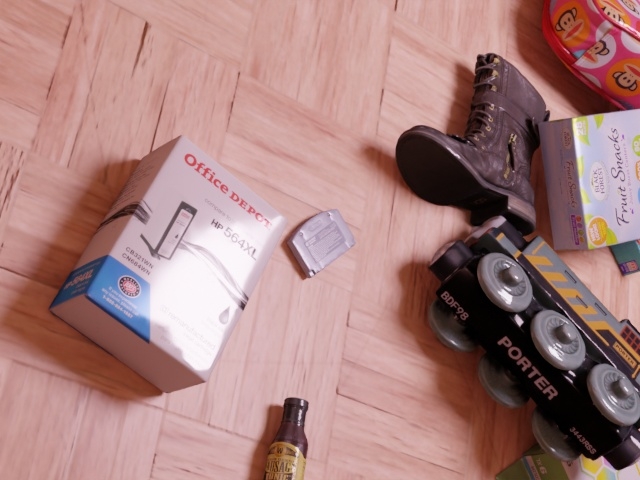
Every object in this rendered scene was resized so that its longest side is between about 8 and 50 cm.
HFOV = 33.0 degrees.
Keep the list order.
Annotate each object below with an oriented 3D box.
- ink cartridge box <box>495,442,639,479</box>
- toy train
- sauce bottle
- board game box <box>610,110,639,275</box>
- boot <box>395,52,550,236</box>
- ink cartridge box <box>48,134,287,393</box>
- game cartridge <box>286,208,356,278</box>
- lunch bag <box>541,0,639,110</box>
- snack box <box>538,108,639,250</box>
[{"bbox_3d":[0.319,0.290,1.341,0.209,0.062,0.109,-24,91,-40],"label":"ink cartridge box"},{"bbox_3d":[0.274,0.116,1.295,0.334,0.142,0.190,47,40,6],"label":"toy train"},{"bbox_3d":[-0.035,0.224,1.100,0.042,0.042,0.128,24,60,-30],"label":"sauce bottle"},{"bbox_3d":[0.454,-0.076,1.577,0.160,0.047,0.210,-30,95,-41],"label":"board game box"},{"bbox_3d":[0.201,-0.146,1.386,0.263,0.091,0.229,32,56,-37],"label":"boot"},{"bbox_3d":[-0.142,0.022,1.053,0.148,0.086,0.203,39,56,-22],"label":"ink cartridge box"},{"bbox_3d":[0.000,0.000,1.219,0.083,0.017,0.056,-35,102,-40],"label":"game cartridge"},{"bbox_3d":[0.462,-0.307,1.588,0.293,0.120,0.258,33,42,-18],"label":"lunch bag"},{"bbox_3d":[0.397,-0.086,1.451,0.207,0.070,0.174,-11,95,-31],"label":"snack box"}]
